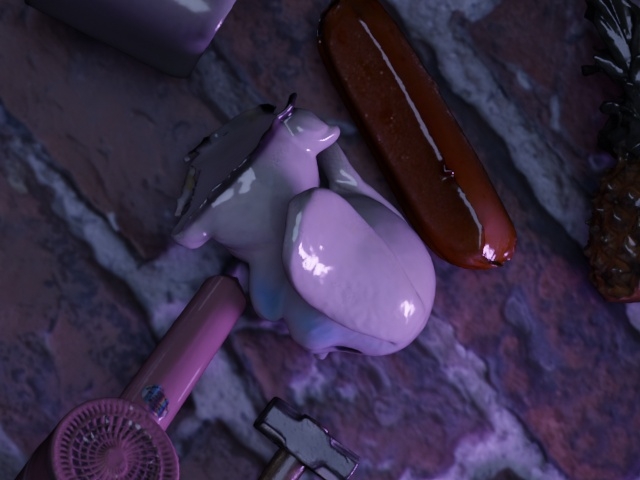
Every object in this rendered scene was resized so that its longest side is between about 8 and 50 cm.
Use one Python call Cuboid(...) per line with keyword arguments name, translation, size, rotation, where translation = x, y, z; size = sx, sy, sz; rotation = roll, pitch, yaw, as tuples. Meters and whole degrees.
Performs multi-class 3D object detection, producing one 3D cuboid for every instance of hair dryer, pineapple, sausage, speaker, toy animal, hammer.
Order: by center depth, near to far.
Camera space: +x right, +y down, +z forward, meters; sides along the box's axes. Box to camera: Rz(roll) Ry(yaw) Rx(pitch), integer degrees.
Cuboid(name="hair dryer", translation=(-0.172, 0.168, 1.606), size=(0.125, 0.210, 0.352), rotation=(38, 54, -3))
Cuboid(name="toy animal", translation=(-0.009, -0.016, 1.630), size=(0.174, 0.249, 0.289), rotation=(-37, 130, 20))
Cuboid(name="speaker", translation=(-0.118, -0.372, 1.646), size=(0.184, 0.183, 0.406), rotation=(30, 68, -9))
Cuboid(name="hammer", translation=(-0.105, 0.335, 1.646), size=(0.111, 0.043, 0.365), rotation=(36, 81, -4))
Cuboid(name="sausage", translation=(0.097, -0.110, 1.708), size=(0.102, 0.102, 0.330), rotation=(-29, 87, -12))
Cuboid(name="pineapple", translation=(0.355, -0.114, 1.721), size=(0.165, 0.165, 0.364), rotation=(2, 80, -8))
